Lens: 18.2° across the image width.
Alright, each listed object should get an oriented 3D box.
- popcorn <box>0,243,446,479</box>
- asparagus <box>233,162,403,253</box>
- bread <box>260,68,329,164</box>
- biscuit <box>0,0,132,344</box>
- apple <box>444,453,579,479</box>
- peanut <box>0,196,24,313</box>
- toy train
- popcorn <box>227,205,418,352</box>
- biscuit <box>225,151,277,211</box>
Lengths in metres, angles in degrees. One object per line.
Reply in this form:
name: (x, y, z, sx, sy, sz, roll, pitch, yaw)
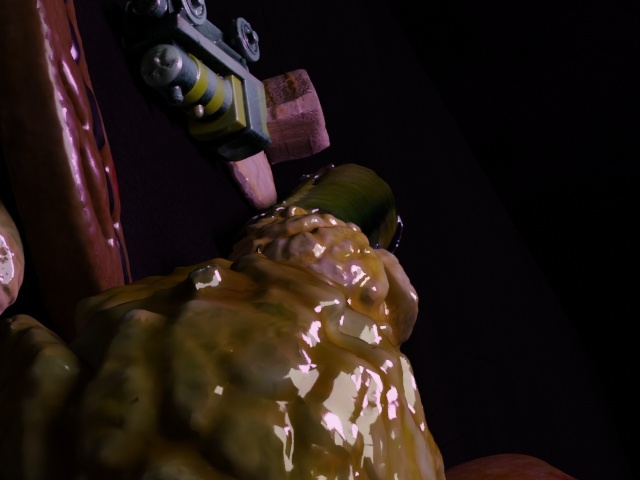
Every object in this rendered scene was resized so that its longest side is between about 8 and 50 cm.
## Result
popcorn: (-0.062, 0.130, 1.086, 0.282, 0.282, 0.247, 17, 64, -74)
asparagus: (0.000, 0.000, 2.008, 0.128, 0.108, 0.382, 66, 14, -4)
bread: (-0.042, -0.154, 2.138, 0.152, 0.077, 0.105, 79, -8, -74)
biscuit: (-0.175, -0.088, 1.312, 0.314, 0.063, 0.367, 82, -7, -68)
apple: (0.153, 0.297, 1.632, 0.257, 0.234, 0.257, 37, -8, 6)
peanut: (-0.217, -0.018, 1.172, 0.080, 0.080, 0.174, 48, 18, -53)
toy train: (-0.117, -0.165, 1.899, 0.200, 0.083, 0.132, 30, 46, -59)
popcorn: (-0.019, 0.070, 1.637, 0.167, 0.187, 0.185, 31, 9, 23)
biscuit: (-0.081, -0.095, 2.052, 0.152, 0.020, 0.152, 59, 13, -23)
